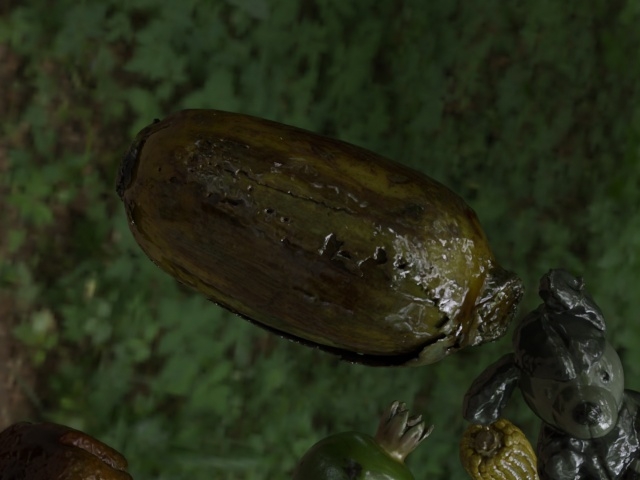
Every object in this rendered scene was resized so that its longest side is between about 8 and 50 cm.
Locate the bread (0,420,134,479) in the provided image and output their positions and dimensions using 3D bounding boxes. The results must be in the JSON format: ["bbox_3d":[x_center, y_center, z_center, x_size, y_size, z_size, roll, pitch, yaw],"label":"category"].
[{"bbox_3d":[-0.353,0.336,1.696,0.135,0.246,0.232,52,57,-38],"label":"bread"}]

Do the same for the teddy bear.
[{"bbox_3d":[0.240,0.168,1.314,0.171,0.251,0.144,-34,-154,14],"label":"teddy bear"}]

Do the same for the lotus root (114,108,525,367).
[{"bbox_3d":[0.000,0.000,1.268,0.196,0.397,0.179,109,2,-49],"label":"lotus root"}]

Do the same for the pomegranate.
[{"bbox_3d":[0.066,0.325,1.862,0.225,0.187,0.187,-53,-177,3],"label":"pomegranate"}]

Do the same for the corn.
[{"bbox_3d":[0.225,0.277,1.596,0.231,0.080,0.080,53,40,-52],"label":"corn"}]
